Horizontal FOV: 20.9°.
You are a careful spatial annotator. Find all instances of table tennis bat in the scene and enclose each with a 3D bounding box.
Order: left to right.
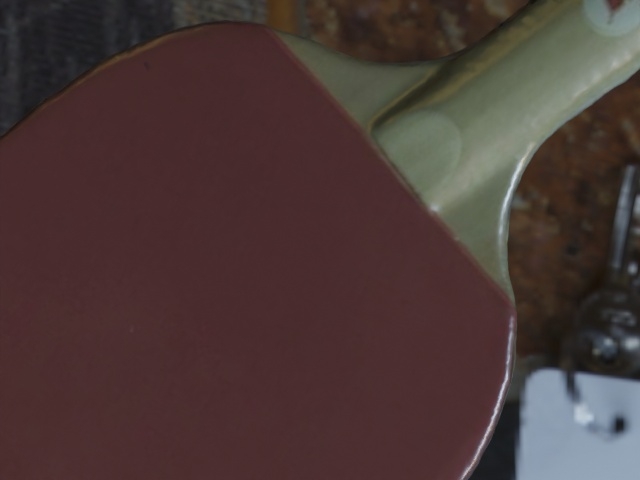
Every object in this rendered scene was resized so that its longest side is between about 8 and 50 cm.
[{"bbox_3d":[0.000,0.000,0.403,0.246,0.022,0.138,-37,74,2],"label":"table tennis bat"}]
